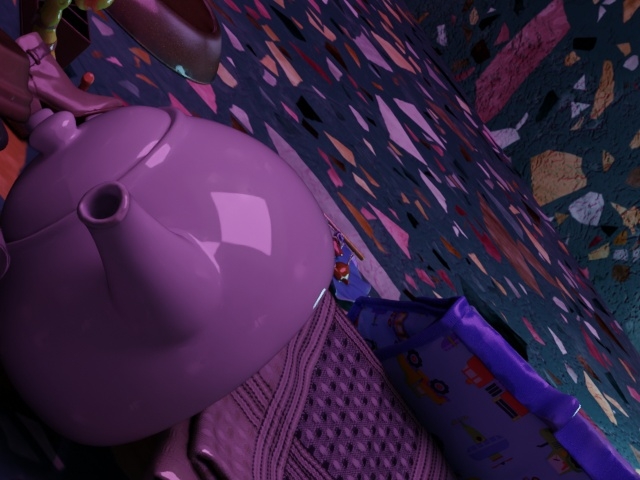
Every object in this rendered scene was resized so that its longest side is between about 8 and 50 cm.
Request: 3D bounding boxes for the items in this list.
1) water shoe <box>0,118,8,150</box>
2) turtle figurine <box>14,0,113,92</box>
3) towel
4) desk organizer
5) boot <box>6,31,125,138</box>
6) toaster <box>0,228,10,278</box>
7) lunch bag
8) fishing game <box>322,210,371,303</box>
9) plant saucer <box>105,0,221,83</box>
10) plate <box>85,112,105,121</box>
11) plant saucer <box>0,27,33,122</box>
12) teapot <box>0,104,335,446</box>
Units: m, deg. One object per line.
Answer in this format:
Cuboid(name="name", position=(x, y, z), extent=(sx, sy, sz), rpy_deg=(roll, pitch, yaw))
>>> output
Cuboid(name="water shoe", position=(-0.230, 0.007, 0.856), extent=(0.073, 0.203, 0.080), rpy_deg=(23, -7, 40))
Cuboid(name="turtle figurine", position=(-0.254, -0.269, 1.447), extent=(0.217, 0.269, 0.087), rpy_deg=(33, 48, 16))
Cuboid(name="towel", position=(0.011, 0.180, 1.165), extent=(0.312, 0.056, 0.324), rpy_deg=(57, 27, -22))
Cuboid(name="desk organizer", position=(-0.261, -0.218, 1.600), extent=(0.047, 0.050, 0.130), rpy_deg=(42, 17, -30))
Cuboid(name="boot", position=(-0.235, -0.139, 1.415), extent=(0.118, 0.042, 0.087), rpy_deg=(-19, 85, -39))
Cuboid(name="toaster", position=(-0.286, -0.043, 0.973), extent=(0.186, 0.110, 0.168), rpy_deg=(36, 19, -43))
Cuboid(name="lunch bag", position=(0.123, 0.153, 1.372), extent=(0.221, 0.138, 0.293), rpy_deg=(47, -23, -10))
Cuboid(name="fishing game", position=(0.000, 0.000, 1.861), extent=(0.189, 0.041, 0.264), rpy_deg=(48, 15, 2))
Cuboid(name="plant saucer", position=(-0.221, -0.325, 1.998), extent=(0.310, 0.050, 0.310), rpy_deg=(46, 14, -15))
Cuboid(name="plate", position=(-0.089, -0.020, 1.477), extent=(0.277, 0.045, 0.278), rpy_deg=(44, 0, -2))
Cuboid(name="plant saucer", position=(-0.297, -0.176, 1.074), extent=(0.278, 0.041, 0.278), rpy_deg=(39, 3, -2))
Cuboid(name="teapot", position=(-0.128, -0.004, 1.067), extent=(0.187, 0.256, 0.252), rpy_deg=(56, 40, -18))
